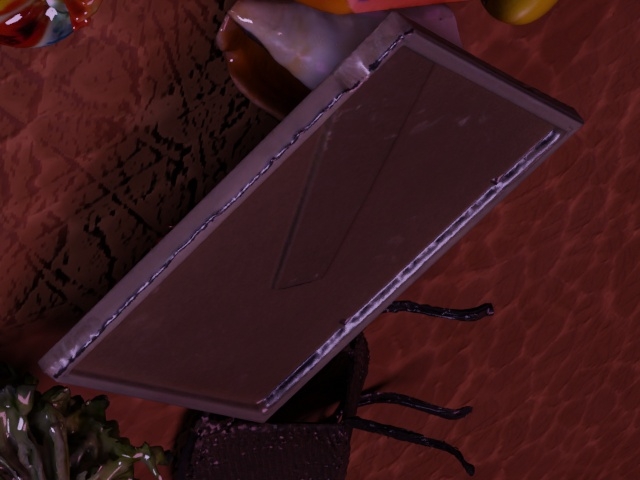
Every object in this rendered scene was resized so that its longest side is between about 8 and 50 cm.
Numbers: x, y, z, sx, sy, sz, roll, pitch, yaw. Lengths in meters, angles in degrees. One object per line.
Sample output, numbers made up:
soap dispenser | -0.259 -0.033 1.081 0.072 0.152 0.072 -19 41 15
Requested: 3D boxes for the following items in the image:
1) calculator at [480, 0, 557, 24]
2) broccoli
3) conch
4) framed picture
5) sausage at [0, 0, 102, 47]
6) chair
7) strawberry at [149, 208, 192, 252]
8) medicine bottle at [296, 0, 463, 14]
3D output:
calculator | 0.141 -0.233 1.043 0.032 0.146 0.235 12 112 -20
broccoli | -0.139 0.202 1.014 0.145 0.304 0.165 14 115 -53
conch | 0.015 -0.097 1.080 0.176 0.104 0.094 -8 95 -41
framed picture | 0.000 0.000 1.087 0.289 0.020 0.211 -43 149 19
sausage | -0.151 -0.143 0.674 0.083 0.264 0.083 -27 138 -27
chair | 0.010 0.132 1.325 0.213 0.149 0.174 5 137 0
strawberry | -0.063 0.027 1.161 0.104 0.048 0.152 -43 152 -17
medicine bottle | 0.022 -0.200 0.956 0.222 0.112 0.149 -13 134 -43
